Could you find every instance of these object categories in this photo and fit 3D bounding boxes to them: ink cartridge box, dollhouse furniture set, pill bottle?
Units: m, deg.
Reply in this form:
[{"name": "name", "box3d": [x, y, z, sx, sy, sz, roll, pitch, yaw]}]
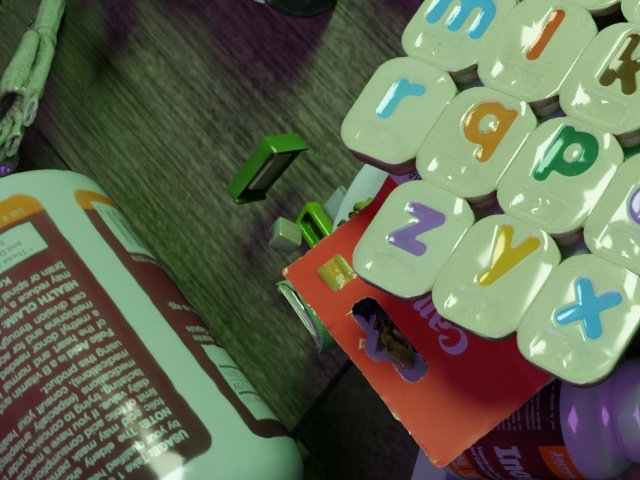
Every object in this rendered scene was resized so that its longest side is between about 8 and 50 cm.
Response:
[{"name": "ink cartridge box", "box3d": [0.102, -0.004, 0.841, 0.225, 0.056, 0.181, -37, 55, -5]}, {"name": "dollhouse furniture set", "box3d": [0.000, 0.000, 1.005, 0.058, 0.076, 0.151, -48, 67, 34]}, {"name": "pill bottle", "box3d": [-0.154, 0.156, 1.061, 0.392, 0.224, 0.224, 51, 124, 21]}, {"name": "pill bottle", "box3d": [0.148, 0.109, 0.898, 0.152, 0.086, 0.086, -8, 92, 40]}]

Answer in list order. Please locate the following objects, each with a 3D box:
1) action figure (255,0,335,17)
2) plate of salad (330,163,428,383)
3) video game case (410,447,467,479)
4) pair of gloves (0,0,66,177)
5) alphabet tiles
[{"name": "action figure", "box3d": [-0.108, -0.257, 1.039, 0.285, 0.099, 0.185, 28, 119, 36]}, {"name": "plate of salad", "box3d": [0.089, -0.001, 0.911, 0.200, 0.048, 0.200, -10, 68, 25]}, {"name": "video game case", "box3d": [0.133, 0.248, 0.974, 0.201, 0.023, 0.183, 27, 113, 33]}, {"name": "pair of gloves", "box3d": [-0.269, -0.070, 1.160, 0.042, 0.204, 0.240, 27, 118, -14]}, {"name": "alphabet tiles", "box3d": [0.155, -0.061, 0.809, 0.284, 0.021, 0.278, 25, 75, 31]}]
